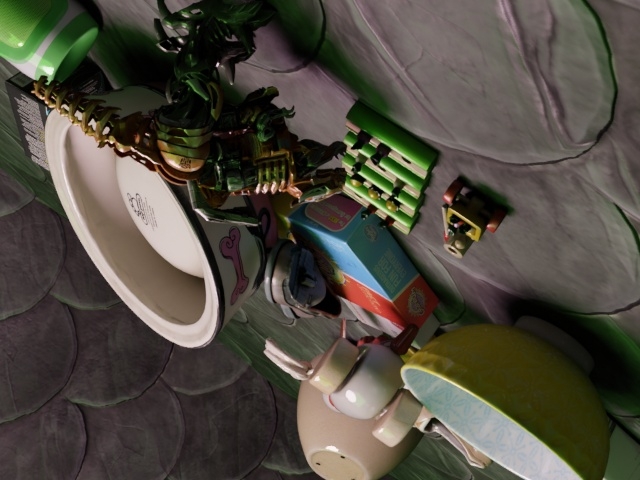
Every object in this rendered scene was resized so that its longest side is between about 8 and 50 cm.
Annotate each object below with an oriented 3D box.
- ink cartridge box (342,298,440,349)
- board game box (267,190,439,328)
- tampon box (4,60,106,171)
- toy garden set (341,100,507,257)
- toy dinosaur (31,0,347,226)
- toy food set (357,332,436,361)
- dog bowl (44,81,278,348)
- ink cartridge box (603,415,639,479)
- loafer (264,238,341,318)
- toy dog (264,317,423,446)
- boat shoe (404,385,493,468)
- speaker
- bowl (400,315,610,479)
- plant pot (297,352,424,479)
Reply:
[{"bbox_3d":[0.107,0.105,1.705,0.135,0.056,0.099,23,160,42],"label":"ink cartridge box"},{"bbox_3d":[0.000,0.000,1.615,0.317,0.064,0.242,23,160,43],"label":"board game box"},{"bbox_3d":[-0.423,-0.207,1.769,0.101,0.120,0.161,32,145,25],"label":"tampon box"},{"bbox_3d":[0.105,-0.042,1.266,0.204,0.049,0.244,35,165,10],"label":"toy garden set"},{"bbox_3d":[-0.124,-0.132,1.136,0.322,0.218,0.164,15,169,-34],"label":"toy dinosaur"},{"bbox_3d":[0.127,0.174,1.816,0.128,0.071,0.218,6,168,-25],"label":"toy food set"},{"bbox_3d":[-0.226,-0.051,1.590,0.408,0.150,0.408,36,146,30],"label":"dog bowl"},{"bbox_3d":[0.375,0.288,1.598,0.191,0.082,0.140,42,165,-13],"label":"ink cartridge box"},{"bbox_3d":[-0.019,0.063,1.586,0.084,0.096,0.267,14,168,10],"label":"loafer"},{"bbox_3d":[0.072,0.191,1.635,0.220,0.161,0.334,43,170,-21],"label":"toy dog"},{"bbox_3d":[0.208,0.302,1.988,0.302,0.103,0.113,30,164,26],"label":"boat shoe"},{"bbox_3d":[-0.455,-0.345,1.488,0.297,0.131,0.131,38,166,-3],"label":"speaker"},{"bbox_3d":[0.265,0.192,1.401,0.289,0.156,0.289,35,166,10],"label":"bowl"},{"bbox_3d":[0.067,0.390,2.212,0.284,0.191,0.284,16,141,13],"label":"plant pot"}]
